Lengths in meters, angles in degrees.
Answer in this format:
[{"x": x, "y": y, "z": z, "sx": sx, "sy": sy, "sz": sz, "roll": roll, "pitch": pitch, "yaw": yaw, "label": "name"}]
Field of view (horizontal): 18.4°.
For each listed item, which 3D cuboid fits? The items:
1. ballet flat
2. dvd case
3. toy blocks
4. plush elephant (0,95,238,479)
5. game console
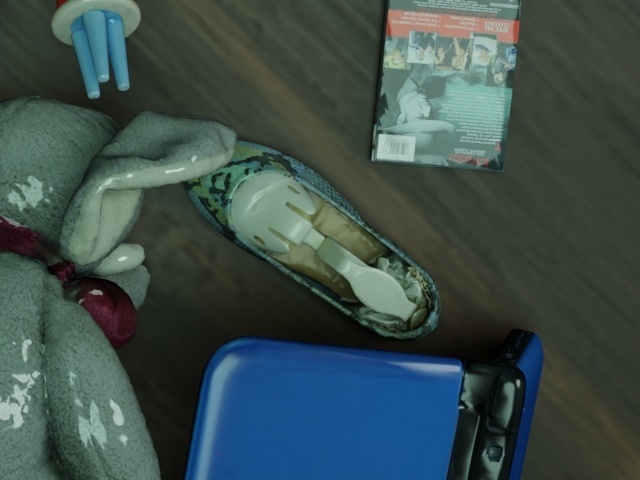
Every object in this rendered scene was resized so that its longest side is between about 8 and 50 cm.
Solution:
[{"x": 0.000, "y": 0.000, "z": 1.221, "sx": 0.188, "sy": 0.070, "sz": 0.070, "roll": 32, "pitch": 94, "yaw": -11, "label": "ballet flat"}, {"x": 0.079, "y": -0.106, "z": 1.239, "sx": 0.087, "sy": 0.013, "sz": 0.119, "roll": 4, "pitch": 98, "yaw": -8, "label": "dvd case"}, {"x": -0.170, "y": -0.145, "z": 1.142, "sx": 0.123, "sy": 0.054, "sz": 0.148, "roll": -10, "pitch": 64, "yaw": -5, "label": "toy blocks"}, {"x": -0.179, "y": 0.035, "z": 1.126, "sx": 0.255, "sy": 0.272, "sz": 0.330, "roll": -56, "pitch": 148, "yaw": -30, "label": "plush elephant"}, {"x": 0.018, "y": 0.194, "z": 1.186, "sx": 0.173, "sy": 0.250, "sz": 0.293, "roll": 13, "pitch": 98, "yaw": 9, "label": "game console"}]
